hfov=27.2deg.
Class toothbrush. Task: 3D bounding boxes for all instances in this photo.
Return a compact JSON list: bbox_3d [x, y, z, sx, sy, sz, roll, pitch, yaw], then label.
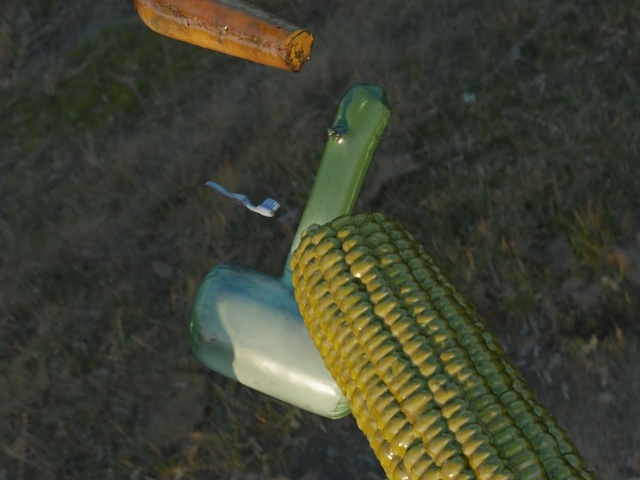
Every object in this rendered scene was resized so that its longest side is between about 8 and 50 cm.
[{"bbox_3d":[-0.087,-0.047,1.408,0.019,0.013,0.193,-50,26,-10],"label":"toothbrush"}]

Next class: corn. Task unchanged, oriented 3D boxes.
[{"bbox_3d":[0.059,0.081,0.595,0.080,0.080,0.238,-32,57,-2],"label":"corn"}]

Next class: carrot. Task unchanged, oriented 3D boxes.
[{"bbox_3d":[-0.075,-0.170,1.017,0.161,0.055,0.055,25,70,28],"label":"carrot"}]

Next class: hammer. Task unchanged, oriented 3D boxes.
[{"bbox_3d":[0.000,0.000,1.349,0.206,0.119,0.336,20,96,9],"label":"hammer"}]

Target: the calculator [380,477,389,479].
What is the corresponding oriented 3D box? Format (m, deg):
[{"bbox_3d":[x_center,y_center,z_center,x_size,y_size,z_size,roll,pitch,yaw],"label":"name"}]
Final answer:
[{"bbox_3d":[0.059,0.249,1.003,0.235,0.032,0.146,-14,49,-28],"label":"calculator"}]
